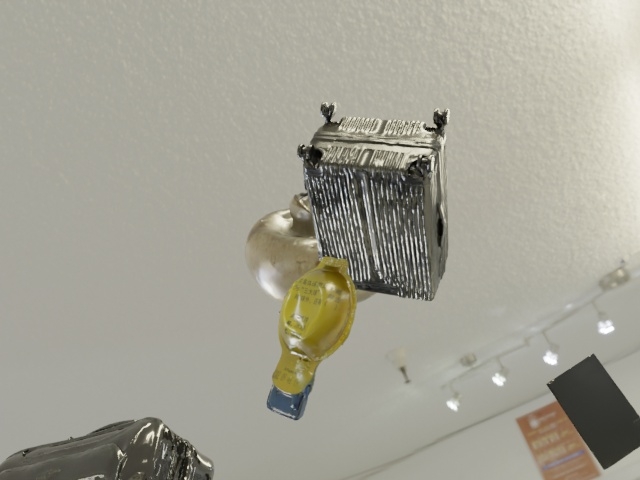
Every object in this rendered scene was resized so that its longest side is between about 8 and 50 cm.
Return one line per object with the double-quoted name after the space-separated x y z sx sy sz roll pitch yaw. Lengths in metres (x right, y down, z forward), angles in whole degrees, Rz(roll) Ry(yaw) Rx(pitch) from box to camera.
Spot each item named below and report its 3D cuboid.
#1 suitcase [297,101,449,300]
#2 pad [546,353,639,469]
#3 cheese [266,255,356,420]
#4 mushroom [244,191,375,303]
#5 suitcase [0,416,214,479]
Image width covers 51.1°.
0.109 -0.059 1.177 0.229 0.152 0.335 8 -43 20 "suitcase"
0.699 0.425 1.678 0.163 0.243 0.004 -27 -18 -13 "pad"
-0.021 0.153 1.091 0.177 0.270 0.069 7 -18 47 "cheese"
0.000 0.000 1.586 0.362 0.362 0.295 -7 -70 -20 "mushroom"
-0.324 0.409 0.888 0.345 0.339 0.188 -20 -52 25 "suitcase"
